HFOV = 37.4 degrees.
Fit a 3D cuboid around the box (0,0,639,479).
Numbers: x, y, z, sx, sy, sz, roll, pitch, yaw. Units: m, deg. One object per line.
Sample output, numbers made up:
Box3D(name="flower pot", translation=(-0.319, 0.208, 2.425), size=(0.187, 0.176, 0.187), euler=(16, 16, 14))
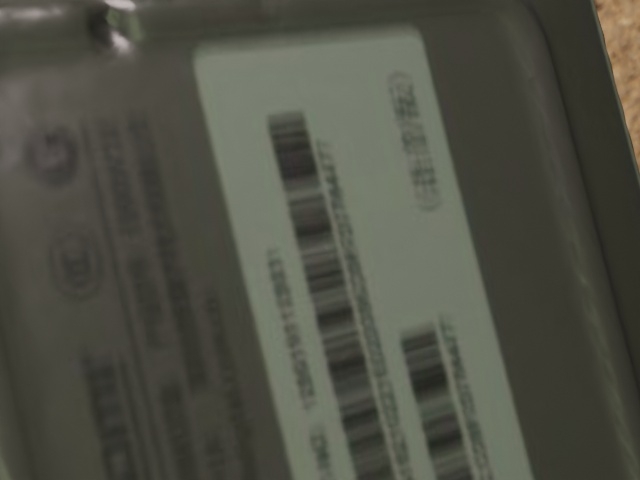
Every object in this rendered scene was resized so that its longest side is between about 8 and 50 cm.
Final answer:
Box3D(name="box", translation=(-0.014, 0.043, 0.400), size=(0.396, 0.111, 0.396), euler=(-14, 87, -30))
